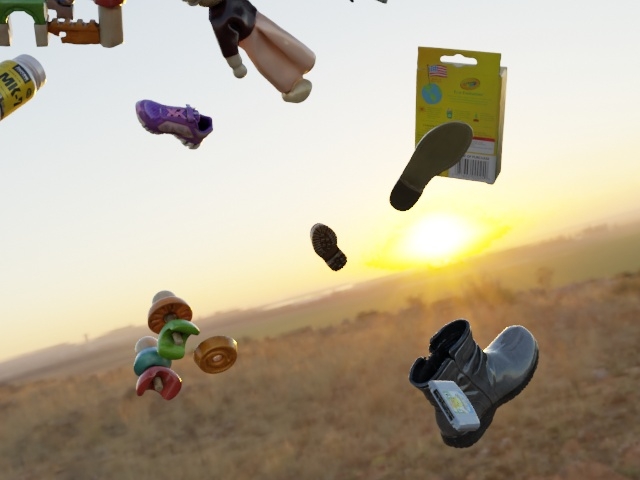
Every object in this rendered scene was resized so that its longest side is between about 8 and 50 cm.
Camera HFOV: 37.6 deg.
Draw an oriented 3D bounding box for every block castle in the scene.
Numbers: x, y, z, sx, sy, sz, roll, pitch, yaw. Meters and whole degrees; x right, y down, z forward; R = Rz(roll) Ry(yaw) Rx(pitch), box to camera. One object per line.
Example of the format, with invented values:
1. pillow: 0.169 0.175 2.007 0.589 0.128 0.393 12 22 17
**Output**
1. block castle: -0.640 -0.580 2.047 0.453 0.213 0.303 -1 40 -8

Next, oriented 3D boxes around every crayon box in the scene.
1. crayon box: 0.328 -0.302 2.204 0.202 0.319 0.081 10 30 20

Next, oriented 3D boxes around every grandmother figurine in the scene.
1. grandmother figurine: -0.138 -0.401 1.731 0.104 0.208 0.342 -22 -38 29

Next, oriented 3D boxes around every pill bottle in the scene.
1. pill bottle: -0.797 -0.384 2.378 0.119 0.119 0.208 -17 25 37

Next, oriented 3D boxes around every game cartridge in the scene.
1. game cartridge: 0.193 0.235 1.346 0.056 0.083 0.017 12 -53 -46

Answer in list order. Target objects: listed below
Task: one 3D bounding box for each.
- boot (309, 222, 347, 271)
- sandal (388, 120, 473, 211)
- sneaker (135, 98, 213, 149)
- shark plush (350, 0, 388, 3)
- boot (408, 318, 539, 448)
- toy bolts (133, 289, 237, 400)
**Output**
1. boot: 0.000 0.000 2.034 0.059 0.084 0.158 -37 -35 -7
2. sandal: 0.226 -0.167 1.957 0.240 0.088 0.079 -52 6 27
3. sneaker: -0.369 -0.316 2.430 0.104 0.095 0.236 -22 -27 35
4. shark plush: 0.074 -0.567 2.153 0.161 0.067 0.073 26 -27 -5
5. boot: 0.327 0.241 1.933 0.118 0.223 0.338 4 41 42
6. toy bolts: -0.326 0.236 2.134 0.218 0.158 0.228 22 -64 -37
